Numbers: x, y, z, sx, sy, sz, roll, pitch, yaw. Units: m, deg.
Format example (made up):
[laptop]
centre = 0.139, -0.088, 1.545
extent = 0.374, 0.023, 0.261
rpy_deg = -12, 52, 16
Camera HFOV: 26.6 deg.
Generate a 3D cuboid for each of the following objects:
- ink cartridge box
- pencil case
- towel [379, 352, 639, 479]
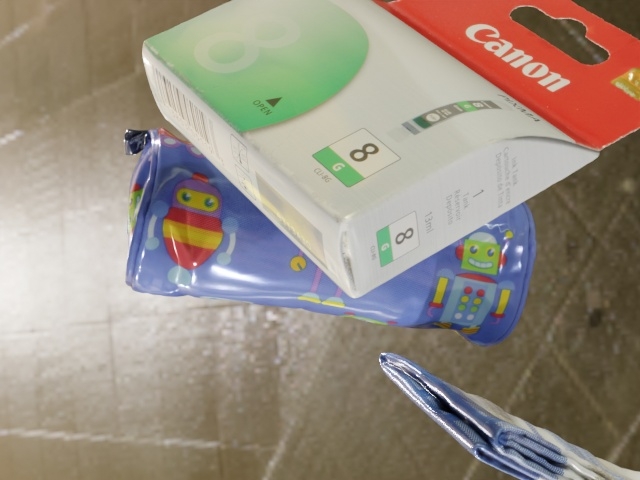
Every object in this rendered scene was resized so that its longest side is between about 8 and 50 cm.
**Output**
[ink cartridge box]
centre = 0.052, -0.086, 0.672
extent = 0.181, 0.224, 0.056
rpy_deg = 43, 155, 41
[pencil case]
centre = 0.000, 0.000, 0.998
extent = 0.133, 0.306, 0.119
rpy_deg = 166, 113, -76
[towel]
centre = 0.192, 0.167, 0.991
extent = 0.034, 0.285, 0.209
rpy_deg = -61, 20, 2
